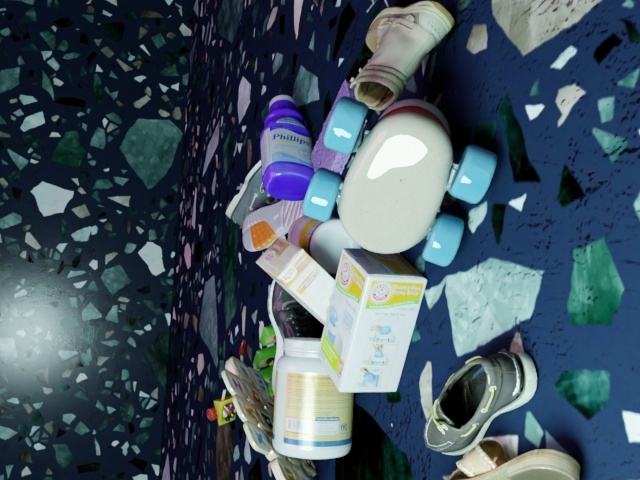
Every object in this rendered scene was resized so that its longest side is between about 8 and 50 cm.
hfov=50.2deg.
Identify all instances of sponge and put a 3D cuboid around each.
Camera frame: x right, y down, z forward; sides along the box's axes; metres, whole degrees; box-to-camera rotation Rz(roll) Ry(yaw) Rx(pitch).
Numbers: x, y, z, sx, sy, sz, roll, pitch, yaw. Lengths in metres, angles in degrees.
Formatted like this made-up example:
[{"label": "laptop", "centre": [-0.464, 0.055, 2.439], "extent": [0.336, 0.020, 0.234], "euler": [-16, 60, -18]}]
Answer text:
[{"label": "sponge", "centre": [0.034, -0.205, 1.377], "extent": [0.210, 0.031, 0.117], "euler": [118, 150, -44]}]

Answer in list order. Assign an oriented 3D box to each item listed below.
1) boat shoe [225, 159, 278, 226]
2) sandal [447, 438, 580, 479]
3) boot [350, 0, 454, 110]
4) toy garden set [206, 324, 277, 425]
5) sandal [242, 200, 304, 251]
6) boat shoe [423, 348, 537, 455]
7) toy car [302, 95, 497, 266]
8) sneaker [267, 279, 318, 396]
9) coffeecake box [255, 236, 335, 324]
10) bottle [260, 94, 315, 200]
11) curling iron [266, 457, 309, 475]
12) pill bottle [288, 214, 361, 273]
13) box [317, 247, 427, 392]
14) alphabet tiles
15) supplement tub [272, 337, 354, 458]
[{"label": "boat shoe", "centre": [-0.143, -0.131, 1.769], "extent": [0.099, 0.116, 0.319], "euler": [46, 137, 4]}, {"label": "sandal", "centre": [0.211, 0.269, 0.799], "extent": [0.240, 0.088, 0.079], "euler": [-46, 12, 49]}, {"label": "boot", "centre": [0.101, -0.284, 1.078], "extent": [0.165, 0.077, 0.213], "euler": [-56, 24, -8]}, {"label": "toy garden set", "centre": [-0.133, 0.294, 1.482], "extent": [0.049, 0.203, 0.244], "euler": [42, 128, 35]}, {"label": "sandal", "centre": [-0.086, -0.037, 1.604], "extent": [0.265, 0.076, 0.102], "euler": [-23, 64, 43]}, {"label": "boat shoe", "centre": [0.180, 0.207, 0.862], "extent": [0.228, 0.068, 0.081], "euler": [118, 149, -45]}, {"label": "toy car", "centre": [0.120, -0.116, 0.987], "extent": [0.238, 0.219, 0.210], "euler": [-64, -6, -57]}, {"label": "sneaker", "centre": [-0.032, 0.197, 1.393], "extent": [0.124, 0.107, 0.284], "euler": [-5, 88, 59]}, {"label": "coffeecake box", "centre": [-0.013, 0.086, 1.220], "extent": [0.068, 0.185, 0.142], "euler": [-48, 21, -7]}, {"label": "bottle", "centre": [-0.077, -0.216, 1.541], "extent": [0.092, 0.118, 0.283], "euler": [117, 155, -44]}, {"label": "curling iron", "centre": [-0.082, 0.489, 1.513], "extent": [0.274, 0.035, 0.068], "euler": [157, 116, -66]}, {"label": "pill bottle", "centre": [0.000, 0.000, 1.320], "extent": [0.184, 0.103, 0.103], "euler": [-159, 75, -68]}, {"label": "box", "centre": [0.079, 0.126, 1.091], "extent": [0.114, 0.103, 0.203], "euler": [-130, 49, -60]}, {"label": "alphabet tiles", "centre": [-0.098, 0.356, 1.309], "extent": [0.021, 0.278, 0.284], "euler": [-35, 55, 4]}, {"label": "supplement tub", "centre": [-0.011, 0.279, 1.229], "extent": [0.144, 0.144, 0.200], "euler": [170, 104, -68]}]
